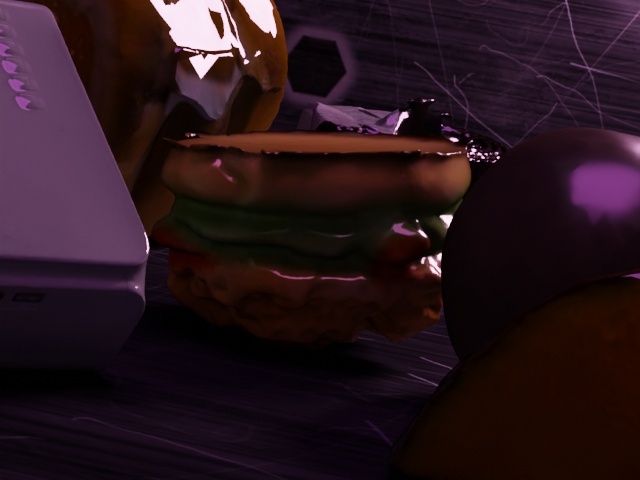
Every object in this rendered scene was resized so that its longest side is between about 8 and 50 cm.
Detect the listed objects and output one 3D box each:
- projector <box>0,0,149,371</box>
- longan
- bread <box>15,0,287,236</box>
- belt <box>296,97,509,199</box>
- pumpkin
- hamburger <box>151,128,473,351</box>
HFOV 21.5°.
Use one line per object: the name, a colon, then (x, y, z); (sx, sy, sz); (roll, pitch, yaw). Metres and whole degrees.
projector: (-0.233, -0.040, 0.973); (0.198, 0.108, 0.250); (4, 46, -37)
longan: (0.174, 0.023, 1.081); (0.220, 0.196, 0.196); (-13, 21, -39)
bread: (-0.159, -0.135, 1.436); (0.210, 0.300, 0.341); (16, 5, 29)
belt: (0.086, -0.073, 1.763); (0.184, 0.164, 0.289); (27, 17, 38)
pumpkin: (0.207, 0.083, 0.865); (0.312, 0.148, 0.169); (17, 14, 18)
hamburger: (0.000, 0.000, 1.181); (0.237, 0.148, 0.237); (1, 6, 0)
